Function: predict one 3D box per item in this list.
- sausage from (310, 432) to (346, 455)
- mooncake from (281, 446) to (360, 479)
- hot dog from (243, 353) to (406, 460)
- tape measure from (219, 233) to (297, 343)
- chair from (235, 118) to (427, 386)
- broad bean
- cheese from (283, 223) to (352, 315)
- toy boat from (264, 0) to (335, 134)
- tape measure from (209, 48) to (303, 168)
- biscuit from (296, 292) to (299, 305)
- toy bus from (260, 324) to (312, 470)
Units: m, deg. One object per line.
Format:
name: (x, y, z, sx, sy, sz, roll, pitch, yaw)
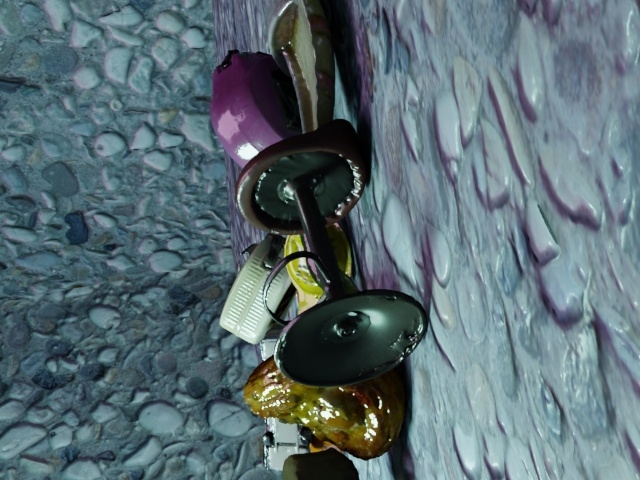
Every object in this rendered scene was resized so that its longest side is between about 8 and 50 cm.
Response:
sausage: (0.026, 0.375, 2.166, 0.312, 0.093, 0.093, 96, 162, -56)
mooncake: (0.006, 0.476, 1.771, 0.228, 0.124, 0.228, 173, 90, -79)
hot dog: (0.008, 0.266, 1.757, 0.174, 0.267, 0.387, -64, 4, -15)
tape measure: (-0.112, 0.082, 2.214, 0.231, 0.133, 0.271, -64, -10, 15)
chair: (0.000, 0.000, 1.554, 0.226, 0.226, 0.401, 91, 166, -49)
broad bean: (0.018, 0.002, 1.837, 0.144, 0.049, 0.292, -1, 98, 46)
cheese: (-0.008, 0.067, 1.947, 0.177, 0.069, 0.270, 7, 99, 41)
toy boat: (-0.018, -0.312, 1.697, 0.276, 0.111, 0.293, 94, 162, -51)
tape measure: (-0.092, -0.244, 1.887, 0.231, 0.149, 0.245, 4, -118, -55)
biscuit: (-0.032, 0.116, 2.389, 0.216, 0.047, 0.340, -120, 22, -67)
toy bus: (-0.068, 0.329, 2.159, 0.138, 0.112, 0.317, -73, -14, -69)
